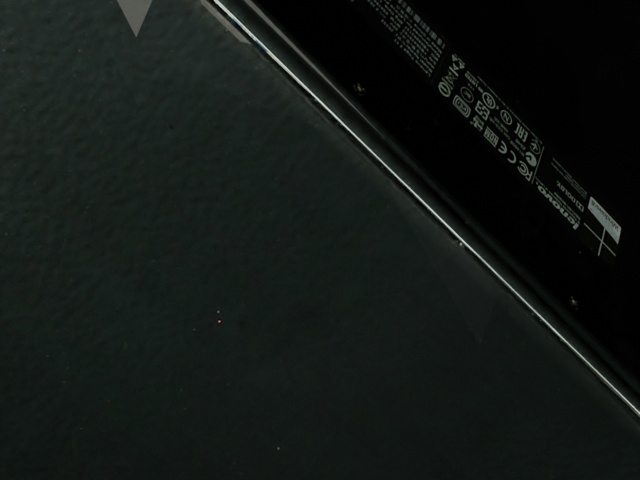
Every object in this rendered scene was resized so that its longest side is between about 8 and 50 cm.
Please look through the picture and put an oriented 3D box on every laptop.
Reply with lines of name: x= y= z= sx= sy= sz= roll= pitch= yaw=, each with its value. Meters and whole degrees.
laptop: x=0.000 y=0.000 z=0.471 sx=0.382 sy=0.236 sz=0.408 roll=43 pitch=45 yaw=-16

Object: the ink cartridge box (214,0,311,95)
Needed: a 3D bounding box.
ink cartridge box: x=-0.108 y=-0.041 z=0.490 sx=0.186 sy=0.065 sz=0.311 roll=13 pitch=88 yaw=-10
